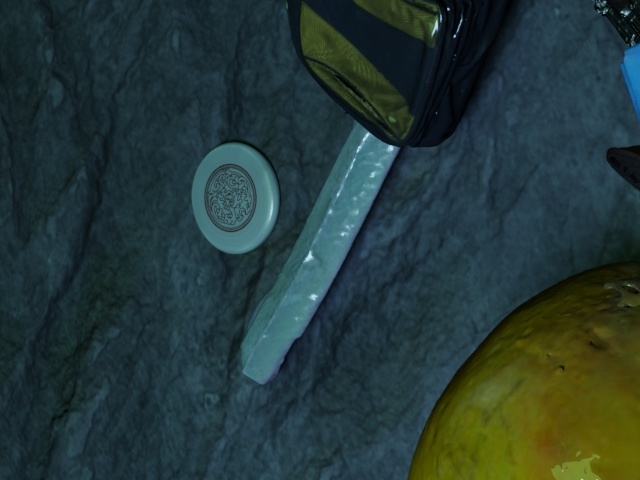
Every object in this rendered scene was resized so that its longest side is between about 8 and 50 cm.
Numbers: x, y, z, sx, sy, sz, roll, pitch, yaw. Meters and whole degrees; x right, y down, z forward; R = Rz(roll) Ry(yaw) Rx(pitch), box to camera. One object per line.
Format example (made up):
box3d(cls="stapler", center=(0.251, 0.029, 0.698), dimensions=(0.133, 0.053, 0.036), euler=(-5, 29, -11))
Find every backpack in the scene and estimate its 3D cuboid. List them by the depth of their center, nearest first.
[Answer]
box3d(cls="backpack", center=(0.054, -0.206, 1.685), dimensions=(0.258, 0.133, 0.206), euler=(41, 124, 37))

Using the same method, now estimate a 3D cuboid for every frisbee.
box3d(cls="frisbee", center=(-0.084, -0.041, 1.865), dimensions=(0.110, 0.014, 0.110), euler=(1, 92, 38))

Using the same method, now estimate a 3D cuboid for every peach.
box3d(cls="peach", center=(0.214, 0.189, 1.442), dimensions=(0.372, 0.290, 0.372), euler=(42, 140, 49))

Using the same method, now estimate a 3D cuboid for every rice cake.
box3d(cls="rice cake", center=(0.000, 0.003, 1.783), dimensions=(0.290, 0.051, 0.081), euler=(-62, 24, 21))

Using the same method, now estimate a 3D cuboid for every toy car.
box3d(cls="toy car", center=(0.260, -0.184, 1.576), dimensions=(0.041, 0.025, 0.093), euler=(-50, 59, 30))

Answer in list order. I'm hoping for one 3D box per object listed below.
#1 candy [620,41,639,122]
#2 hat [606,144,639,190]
box3d(cls="candy", center=(0.391, -0.147, 1.389), dimensions=(0.306, 0.157, 0.100), euler=(-24, 78, 36))
box3d(cls="hat", center=(0.304, -0.044, 1.355), dimensions=(0.193, 0.193, 0.082), euler=(29, 89, 34))
